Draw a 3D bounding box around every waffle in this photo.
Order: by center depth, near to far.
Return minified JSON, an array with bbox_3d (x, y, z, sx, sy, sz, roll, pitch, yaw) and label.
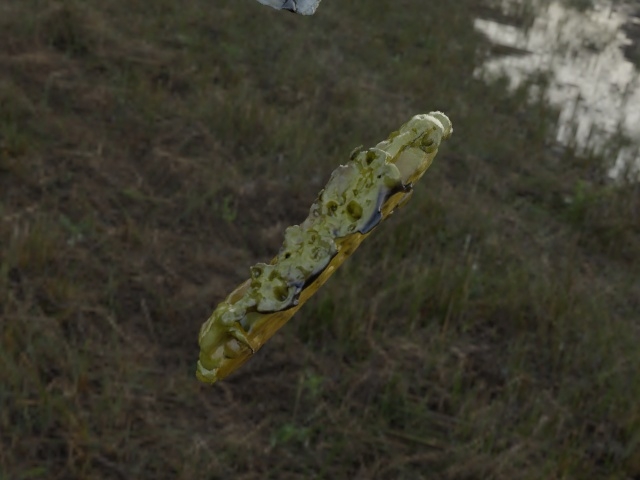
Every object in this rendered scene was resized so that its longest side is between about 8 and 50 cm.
[{"bbox_3d":[0.003,0.003,1.053,0.060,0.312,0.307,42,28,3],"label":"waffle"}]

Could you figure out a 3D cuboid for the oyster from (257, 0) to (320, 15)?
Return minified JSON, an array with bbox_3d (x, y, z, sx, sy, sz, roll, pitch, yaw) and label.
[{"bbox_3d":[-0.063,-0.213,0.739,0.106,0.061,0.200,-33,67,-12],"label":"oyster"}]
